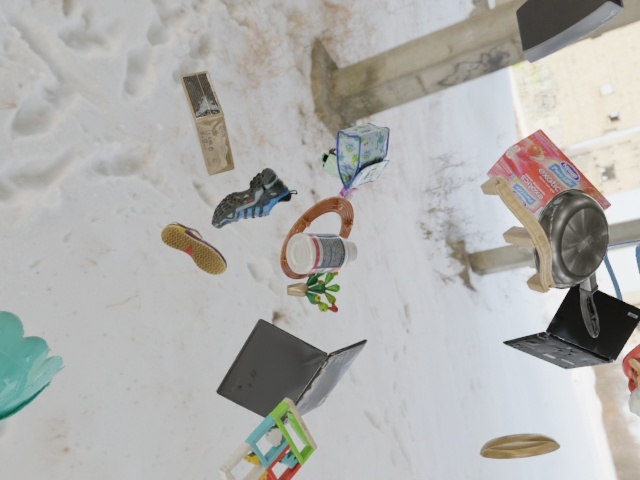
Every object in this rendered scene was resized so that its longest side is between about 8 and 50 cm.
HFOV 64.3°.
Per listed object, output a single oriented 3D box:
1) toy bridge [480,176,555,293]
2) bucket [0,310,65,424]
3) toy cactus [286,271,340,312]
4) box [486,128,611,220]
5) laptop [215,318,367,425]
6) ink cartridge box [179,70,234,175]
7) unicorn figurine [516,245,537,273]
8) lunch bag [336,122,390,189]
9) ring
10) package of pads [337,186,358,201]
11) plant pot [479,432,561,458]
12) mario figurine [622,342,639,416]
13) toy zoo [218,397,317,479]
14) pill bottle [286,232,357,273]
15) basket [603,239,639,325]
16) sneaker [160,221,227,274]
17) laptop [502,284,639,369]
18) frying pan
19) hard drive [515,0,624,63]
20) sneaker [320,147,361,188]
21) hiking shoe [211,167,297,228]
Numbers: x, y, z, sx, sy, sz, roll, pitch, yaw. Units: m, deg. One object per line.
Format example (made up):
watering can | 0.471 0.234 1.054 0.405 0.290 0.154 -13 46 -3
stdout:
toy bridge | 0.281 -0.006 0.701 0.188 0.026 0.063 59 -12 -17
bucket | -0.572 0.186 0.790 0.183 0.281 0.281 -56 131 -32
toy cactus | -0.022 0.160 1.706 0.218 0.181 0.112 -96 -175 -45
box | 0.658 -0.150 1.487 0.299 0.142 0.154 53 -23 15
laptop | -0.099 0.469 1.895 0.236 0.381 0.408 44 26 26
ink cartridge box | -0.327 -0.338 1.483 0.234 0.088 0.193 92 -22 -60
unicorn figurine | 0.448 0.009 1.032 0.060 0.162 0.111 54 -9 -17
lunch bag | 0.110 -0.214 1.314 0.129 0.096 0.151 -23 128 -41
ring | 0.000 0.000 1.744 0.032 0.336 0.337 40 5 31
package of pads | 0.099 -0.176 1.884 0.032 0.083 0.050 -12 57 -40
plant pot | 0.603 0.626 1.552 0.236 0.237 0.032 46 34 -48
mario figurine | 0.713 0.325 1.012 0.198 0.170 0.320 48 8 -1
toy zoo | -0.142 0.580 1.321 0.293 0.030 0.192 -41 119 -34
pill bottle | 0.009 0.034 1.357 0.180 0.108 0.107 0 76 -42
basket | 0.978 0.103 1.467 0.201 0.289 0.254 -8 77 -25
sneaker | -0.311 0.013 1.300 0.186 0.069 0.084 38 18 -9
laptop | 0.687 0.242 1.399 0.235 0.264 0.136 23 64 -11
frying pan | 0.491 0.062 0.986 0.198 0.053 0.325 -11 101 -25
hard drive | 0.608 -0.578 1.276 0.054 0.255 0.171 1 79 -31
sneaker | 0.086 -0.257 1.592 0.094 0.151 0.256 -65 178 28
hiking shoe | -0.229 -0.106 1.671 0.132 0.304 0.113 41 33 -33
